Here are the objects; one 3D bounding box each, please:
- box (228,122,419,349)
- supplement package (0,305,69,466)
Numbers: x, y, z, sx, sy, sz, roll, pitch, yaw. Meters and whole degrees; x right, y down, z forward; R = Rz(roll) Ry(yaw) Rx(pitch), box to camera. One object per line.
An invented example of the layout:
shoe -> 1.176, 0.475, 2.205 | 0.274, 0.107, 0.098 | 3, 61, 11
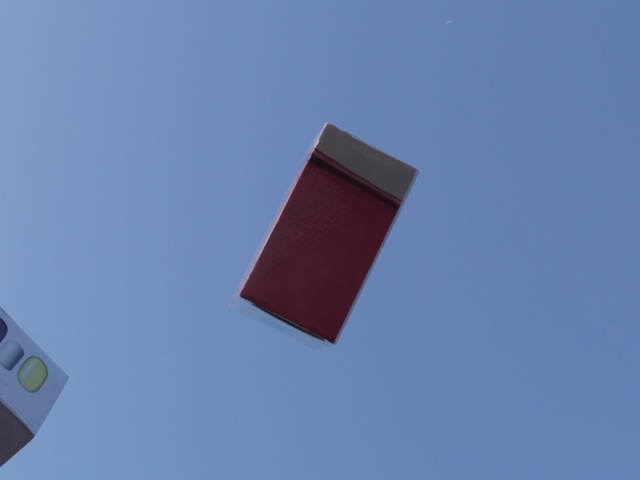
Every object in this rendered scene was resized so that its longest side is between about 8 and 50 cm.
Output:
box -> 0.000, 0.000, 1.197 | 0.127, 0.148, 0.232 | 27, -102, -5
supplement package -> -0.465, 0.192, 1.311 | 0.149, 0.203, 0.194 | -40, -78, 7
